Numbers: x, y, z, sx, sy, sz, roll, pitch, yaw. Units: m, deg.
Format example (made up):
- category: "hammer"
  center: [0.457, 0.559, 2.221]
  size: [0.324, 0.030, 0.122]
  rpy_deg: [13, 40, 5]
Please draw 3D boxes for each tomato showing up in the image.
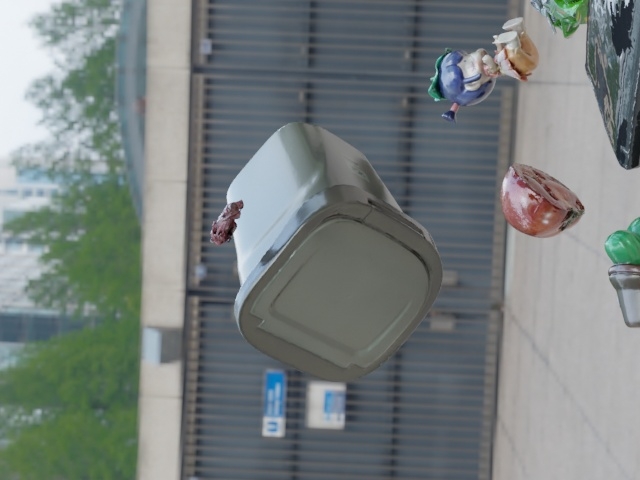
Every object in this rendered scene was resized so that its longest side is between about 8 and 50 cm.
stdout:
- category: "tomato"
  center: [0.354, -0.055, 1.831]
  size: [0.159, 0.139, 0.091]
  rpy_deg: [-6, -46, -53]

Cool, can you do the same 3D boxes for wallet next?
- category: "wallet"
  center: [0.425, -0.303, 1.542]
  size: [0.406, 0.062, 0.228]
  rpy_deg: [74, -176, -56]

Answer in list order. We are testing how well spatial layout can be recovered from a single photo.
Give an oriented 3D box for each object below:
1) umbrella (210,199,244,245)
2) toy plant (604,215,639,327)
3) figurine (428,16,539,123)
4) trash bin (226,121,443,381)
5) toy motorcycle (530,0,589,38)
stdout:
- category: "umbrella"
  center: [-0.106, -0.015, 1.229]
  size: [0.165, 0.027, 0.025]
  rpy_deg: [131, 133, -73]
- category: "toy plant"
  center: [0.479, 0.029, 1.641]
  size: [0.105, 0.143, 0.200]
  rpy_deg: [162, 109, -64]
- category: "figurine"
  center: [0.261, -0.272, 1.800]
  size: [0.102, 0.195, 0.111]
  rpy_deg: [52, -136, -24]
- category: "trash bin"
  center: [0.000, 0.000, 1.374]
  size: [0.219, 0.220, 0.250]
  rpy_deg: [-47, 34, 18]
- category: "toy motorcycle"
  center: [0.444, -0.424, 2.010]
  size: [0.074, 0.106, 0.190]
  rpy_deg: [-45, -4, -4]
